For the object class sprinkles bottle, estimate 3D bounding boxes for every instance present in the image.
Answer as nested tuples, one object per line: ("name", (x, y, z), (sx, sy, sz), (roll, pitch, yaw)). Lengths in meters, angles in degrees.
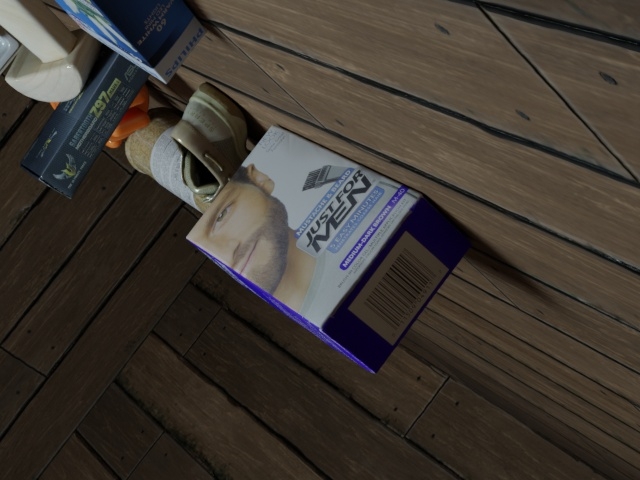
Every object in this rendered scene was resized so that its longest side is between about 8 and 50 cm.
("sprinkles bottle", (-0.177, -0.105, 2.335), (0.355, 0.121, 0.121), (32, 173, 47))

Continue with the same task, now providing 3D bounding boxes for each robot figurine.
("robot figurine", (-0.362, -0.240, 2.392), (0.219, 0.128, 0.158), (31, 175, 44))

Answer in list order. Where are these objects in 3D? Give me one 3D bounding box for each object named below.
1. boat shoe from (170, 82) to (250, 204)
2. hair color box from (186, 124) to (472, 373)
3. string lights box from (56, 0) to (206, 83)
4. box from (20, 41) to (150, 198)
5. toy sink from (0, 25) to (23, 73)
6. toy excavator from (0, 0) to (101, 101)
("boat shoe", (-0.150, -0.103, 2.024), (0.109, 0.098, 0.302), (36, 164, 15))
("hair color box", (0.000, 0.000, 1.712), (0.110, 0.185, 0.339), (41, 173, -33))
("string lights box", (-0.221, -0.263, 1.462), (0.133, 0.077, 0.260), (34, 174, 22))
("box", (-0.329, -0.179, 2.084), (0.059, 0.233, 0.183), (33, 177, -22))
("toy sink", (-0.620, -0.386, 2.699), (0.131, 0.153, 0.234), (41, 173, -35))
("toy excavator", (-0.544, -0.367, 1.948), (0.445, 0.222, 0.433), (10, 145, 15))
